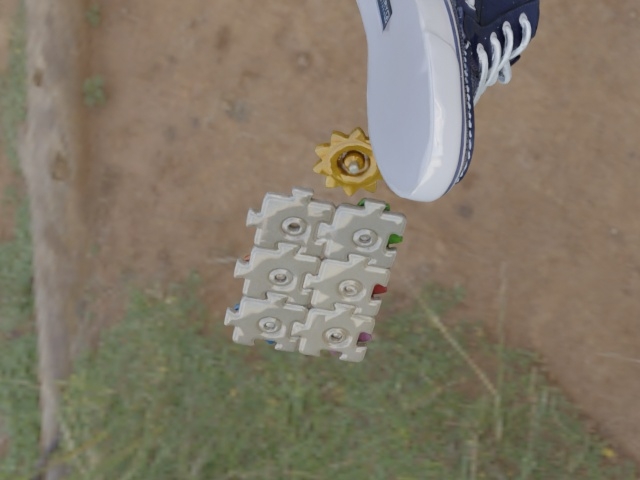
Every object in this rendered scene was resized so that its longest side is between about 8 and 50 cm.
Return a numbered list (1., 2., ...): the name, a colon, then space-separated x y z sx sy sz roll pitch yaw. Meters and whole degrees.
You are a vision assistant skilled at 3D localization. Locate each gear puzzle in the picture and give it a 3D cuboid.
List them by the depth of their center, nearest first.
1. gear puzzle: 0.000 0.000 1.627 0.044 0.176 0.339 -88 9 -47

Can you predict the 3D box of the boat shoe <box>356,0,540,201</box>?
1. boat shoe: 0.128 -0.168 1.286 0.127 0.158 0.340 124 149 -47
